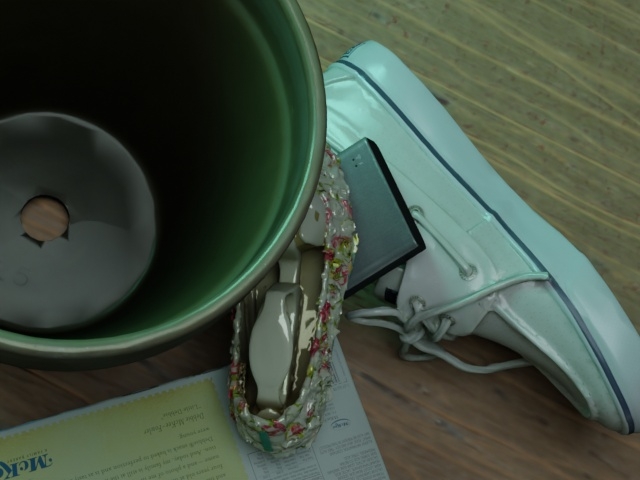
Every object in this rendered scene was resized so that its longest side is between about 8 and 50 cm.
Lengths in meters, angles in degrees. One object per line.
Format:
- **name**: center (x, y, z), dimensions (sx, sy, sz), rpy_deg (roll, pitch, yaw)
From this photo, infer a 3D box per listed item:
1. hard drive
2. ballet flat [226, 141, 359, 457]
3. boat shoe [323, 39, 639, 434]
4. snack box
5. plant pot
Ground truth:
- **hard drive**: center (0.000, 0.000, 1.309), dimensions (0.135, 0.022, 0.094), rpy_deg (-33, 66, 18)
- **ballet flat**: center (-0.022, 0.029, 1.254), dimensions (0.091, 0.077, 0.241), rpy_deg (-1, 78, 10)
- **boat shoe**: center (0.088, 0.025, 1.343), dimensions (0.156, 0.136, 0.367), rpy_deg (-37, 78, -12)
- **snack box**: center (-0.102, 0.197, 1.260), dimensions (0.322, 0.060, 0.187), rpy_deg (-14, 78, -29)
- **plant pot**: center (-0.180, -0.052, 1.229), dimensions (0.323, 0.280, 0.323), rpy_deg (3, 75, -12)
